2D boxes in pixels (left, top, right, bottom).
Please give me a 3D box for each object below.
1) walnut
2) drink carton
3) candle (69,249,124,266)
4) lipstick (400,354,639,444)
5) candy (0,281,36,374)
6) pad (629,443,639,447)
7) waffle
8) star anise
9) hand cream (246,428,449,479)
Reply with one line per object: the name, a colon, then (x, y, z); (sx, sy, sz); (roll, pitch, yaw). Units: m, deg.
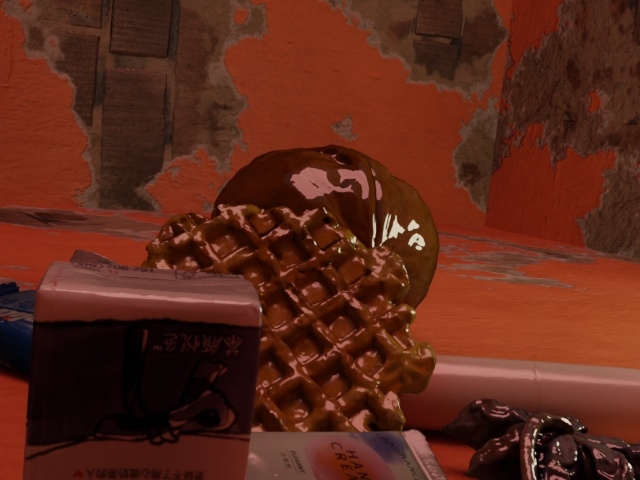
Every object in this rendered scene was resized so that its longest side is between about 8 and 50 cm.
walnut: (0.000, 0.000, 1.456); (0.354, 0.308, 0.398); (1, 6, -27)
drink carton: (-0.117, 0.132, 0.580); (0.134, 0.222, 0.102); (5, 7, -14)
candle: (-0.267, 0.087, 1.244); (0.168, 0.068, 0.192); (22, -20, 9)
lipstick: (0.195, 0.177, 1.030); (0.326, 0.087, 0.087); (4, 7, 0)
candy: (-0.333, 0.121, 1.140); (0.331, 0.077, 0.187); (14, 16, 23)
pad: (0.351, 0.233, 1.096); (0.245, 0.006, 0.170); (6, 7, -2)
waffle: (-0.043, 0.091, 0.927); (0.325, 0.302, 0.068); (11, -33, -4)
star anise: (0.227, 0.209, 0.868); (0.230, 0.081, 0.262); (19, 8, 18)
hand cream: (-0.036, 0.196, 0.744); (0.340, 0.078, 0.124); (4, 29, -26)
